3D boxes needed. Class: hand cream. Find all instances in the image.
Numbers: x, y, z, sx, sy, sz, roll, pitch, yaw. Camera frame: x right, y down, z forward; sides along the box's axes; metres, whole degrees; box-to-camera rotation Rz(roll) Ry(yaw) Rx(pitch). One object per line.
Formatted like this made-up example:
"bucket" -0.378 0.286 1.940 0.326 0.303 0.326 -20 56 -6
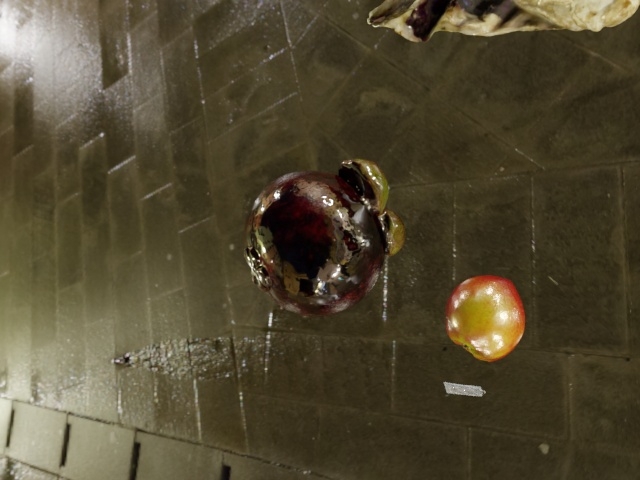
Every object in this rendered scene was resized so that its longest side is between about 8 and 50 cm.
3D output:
"hand cream" 0.317 0.330 1.091 0.093 0.019 0.030 -7 113 35

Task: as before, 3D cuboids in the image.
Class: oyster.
"oyster" 0.191 -0.292 0.571 0.294 0.094 0.166 -6 65 18

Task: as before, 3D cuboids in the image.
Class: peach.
"peach" 0.388 0.173 1.163 0.197 0.197 0.198 -8 74 31

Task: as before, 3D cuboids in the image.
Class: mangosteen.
"mangosteen" 0.000 0.000 0.640 0.209 0.210 0.210 -8 74 31
